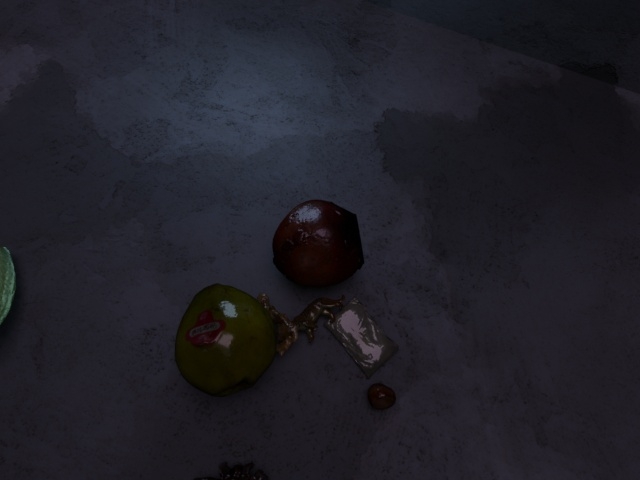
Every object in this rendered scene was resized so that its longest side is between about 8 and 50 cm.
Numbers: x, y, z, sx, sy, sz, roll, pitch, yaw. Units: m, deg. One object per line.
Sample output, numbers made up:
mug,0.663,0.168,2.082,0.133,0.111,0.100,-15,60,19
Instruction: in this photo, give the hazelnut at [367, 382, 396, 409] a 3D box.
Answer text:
hazelnut,0.184,0.475,1.365,0.086,0.086,0.086,3,63,-6

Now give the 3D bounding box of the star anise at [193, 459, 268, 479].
star anise,-0.238,0.676,1.163,0.220,0.098,0.214,-20,38,-10

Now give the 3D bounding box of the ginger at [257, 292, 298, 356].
ginger,-0.140,0.264,1.406,0.177,0.053,0.193,-1,78,26

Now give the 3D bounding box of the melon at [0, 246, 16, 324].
melon,-1.053,0.177,1.257,0.332,0.226,0.343,-9,65,-28

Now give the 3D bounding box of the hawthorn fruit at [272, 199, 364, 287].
hawthorn fruit,0.001,0.014,1.452,0.317,0.316,0.315,3,63,-6

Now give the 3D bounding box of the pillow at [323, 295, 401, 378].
pillow,0.135,0.310,1.453,0.148,0.050,0.229,-38,72,-13

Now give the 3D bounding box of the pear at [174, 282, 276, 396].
pear,-0.277,0.271,1.300,0.288,0.287,0.375,-12,45,-14

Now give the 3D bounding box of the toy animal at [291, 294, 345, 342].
toy animal,-0.021,0.246,1.439,0.241,0.056,0.099,-42,59,-16
